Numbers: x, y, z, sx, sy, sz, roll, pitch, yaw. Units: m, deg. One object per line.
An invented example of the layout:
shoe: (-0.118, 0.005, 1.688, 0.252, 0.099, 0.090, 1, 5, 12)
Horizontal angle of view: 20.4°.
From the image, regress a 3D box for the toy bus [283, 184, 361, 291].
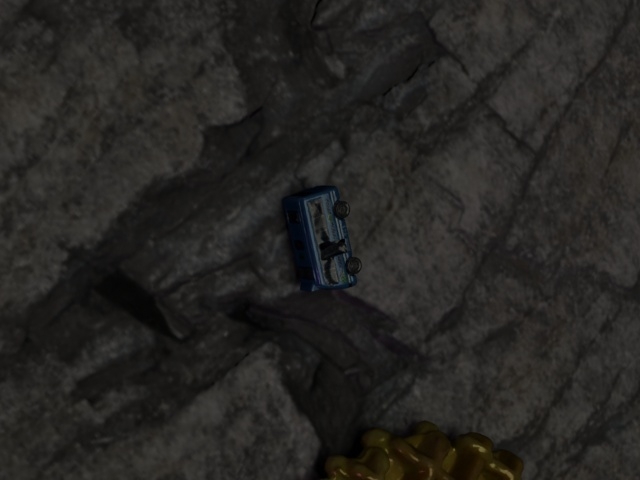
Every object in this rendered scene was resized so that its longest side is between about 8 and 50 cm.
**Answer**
toy bus: (0.000, 0.000, 1.420, 0.046, 0.038, 0.083, -17, 101, -29)

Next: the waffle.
waffle: (0.088, 0.291, 1.483, 0.309, 0.065, 0.283, -8, 97, -34)
